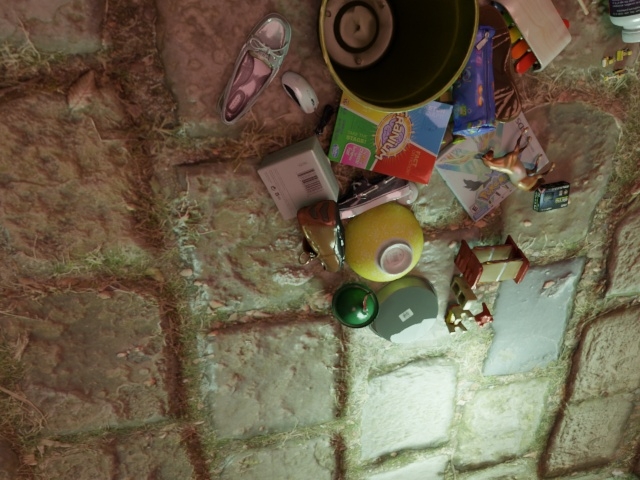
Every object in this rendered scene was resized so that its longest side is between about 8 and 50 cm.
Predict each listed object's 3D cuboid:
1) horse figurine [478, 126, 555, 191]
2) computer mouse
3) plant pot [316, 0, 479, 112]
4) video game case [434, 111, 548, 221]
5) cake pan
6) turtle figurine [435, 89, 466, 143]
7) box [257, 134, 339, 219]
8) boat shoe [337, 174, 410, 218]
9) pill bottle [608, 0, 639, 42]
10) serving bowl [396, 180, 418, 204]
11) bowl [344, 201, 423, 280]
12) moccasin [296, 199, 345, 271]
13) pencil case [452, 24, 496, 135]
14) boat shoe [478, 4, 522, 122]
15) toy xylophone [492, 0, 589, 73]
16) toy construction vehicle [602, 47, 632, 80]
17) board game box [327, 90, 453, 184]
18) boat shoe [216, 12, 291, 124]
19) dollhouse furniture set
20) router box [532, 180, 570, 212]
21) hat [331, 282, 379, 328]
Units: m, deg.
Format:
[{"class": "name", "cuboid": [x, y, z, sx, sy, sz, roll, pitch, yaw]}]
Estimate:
[{"class": "horse figurine", "cuboid": [0.673, -0.248, 1.528, 0.263, 0.066, 0.174, 42, 93, -23]}, {"class": "computer mouse", "cuboid": [-0.036, -0.406, 1.316, 0.193, 0.042, 0.106, 46, 65, -25]}, {"class": "plant pot", "cuboid": [0.141, -0.535, 1.144, 0.365, 0.353, 0.367, -5, 115, -11]}, {"class": "video game case", "cuboid": [0.580, -0.270, 1.550, 0.329, 0.036, 0.300, -41, 116, 7]}, {"class": "cake pan", "cuboid": [0.317, 0.269, 1.722, 0.292, 0.054, 0.294, -5, 115, -11]}, {"class": "turtle figurine", "cuboid": [0.373, -0.408, 1.403, 0.269, 0.087, 0.218, -7, 95, -23]}, {"class": "box", "cuboid": [-0.061, -0.185, 1.359, 0.181, 0.119, 0.181, -18, 118, 18]}, {"class": "boat shoe", "cuboid": [0.139, -0.155, 1.457, 0.301, 0.108, 0.102, -20, 111, -2]}, {"class": "pill bottle", "cuboid": [0.943, -0.765, 1.331, 0.181, 0.181, 0.323, -25, 117, -2]}, {"class": "serving bowl", "cuboid": [0.293, -0.157, 1.536, 0.083, 0.027, 0.084, -6, 115, -12]}, {"class": "bowl", "cuboid": [0.229, 0.031, 1.535, 0.289, 0.156, 0.290, -5, 116, -11]}, {"class": "moccasin", "cuboid": [0.000, 0.003, 1.405, 0.146, 0.380, 0.139, -2, 71, 7]}, {"class": "pencil case", "cuboid": [0.436, -0.453, 1.293, 0.119, 0.133, 0.307, -7, 102, -10]}, {"class": "boat shoe", "cuboid": [0.520, -0.524, 1.381, 0.121, 0.110, 0.342, -12, 101, 20]}, {"class": "toy xylophone", "cuboid": [0.652, -0.670, 1.359, 0.236, 0.081, 0.323, -38, 117, 5]}, {"class": "toy construction vehicle", "cuboid": [0.982, -0.580, 1.507, 0.098, 0.035, 0.086, -17, 117, -6]}, {"class": "board game box", "cuboid": [0.201, -0.323, 1.357, 0.316, 0.064, 0.243, 14, 112, 3]}, {"class": "boat shoe", "cuboid": [-0.180, -0.460, 1.240, 0.118, 0.103, 0.320, 31, 104, -24]}, {"class": "dollhouse furniture set", "cuboid": [0.598, 0.172, 1.718, 0.201, 0.152, 0.374, -4, 132, -13]}, {"class": "router box", "cuboid": [0.842, -0.160, 1.662, 0.122, 0.038, 0.092, -11, 117, -8]}, {"class": "hat", "cuboid": [0.117, 0.253, 1.571, 0.172, 0.183, 0.209, -13, 106, 9]}]
